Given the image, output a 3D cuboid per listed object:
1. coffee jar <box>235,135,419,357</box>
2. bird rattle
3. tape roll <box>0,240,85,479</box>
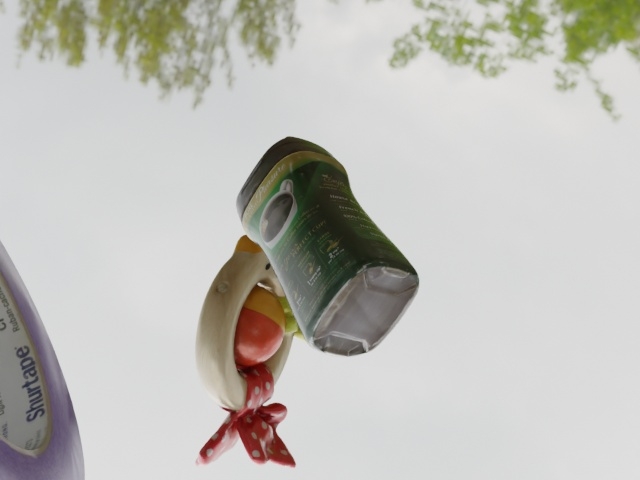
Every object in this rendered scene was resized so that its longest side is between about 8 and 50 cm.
[{"bbox_3d":[0.000,0.000,0.959,0.079,0.096,0.184,16,-151,-38],"label":"coffee jar"},{"bbox_3d":[-0.076,0.108,1.239,0.143,0.207,0.253,17,-116,31],"label":"bird rattle"},{"bbox_3d":[-0.174,0.044,0.481,0.080,0.189,0.189,-27,-135,0],"label":"tape roll"}]
